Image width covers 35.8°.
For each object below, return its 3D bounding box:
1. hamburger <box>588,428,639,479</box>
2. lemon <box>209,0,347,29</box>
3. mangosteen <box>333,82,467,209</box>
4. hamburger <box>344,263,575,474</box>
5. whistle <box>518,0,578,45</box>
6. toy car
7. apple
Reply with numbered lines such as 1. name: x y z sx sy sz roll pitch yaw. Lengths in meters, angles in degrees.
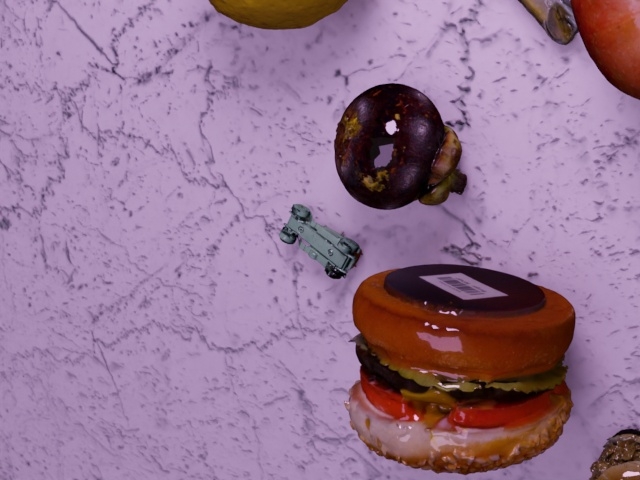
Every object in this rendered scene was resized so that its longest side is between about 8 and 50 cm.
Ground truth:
1. hamburger: 0.469 0.362 1.438 0.159 0.131 0.184 27 113 17
2. lemon: -0.064 -0.428 1.424 0.310 0.253 0.253 -14 98 33
3. mangosteen: 0.128 -0.130 1.465 0.217 0.192 0.192 16 120 -17
4. hamburger: 0.201 0.184 1.425 0.330 0.330 0.250 12 106 27
5. whistle: 0.245 -0.402 1.360 0.057 0.068 0.326 -38 82 -3
6. toy car: 0.000 0.000 1.639 0.143 0.054 0.073 36 119 20
7. apple: 0.397 -0.271 1.202 0.163 0.251 0.293 -37 85 24
